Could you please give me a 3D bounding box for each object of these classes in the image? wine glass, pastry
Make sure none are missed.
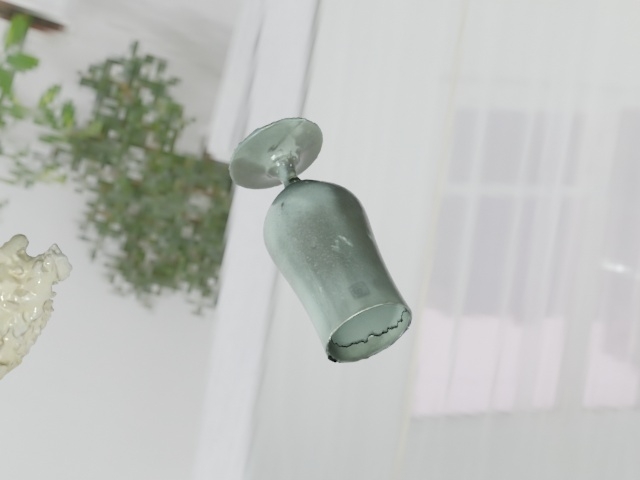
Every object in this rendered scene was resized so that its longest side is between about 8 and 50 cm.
[{"bbox_3d":[0.000,0.000,1.508,0.103,0.231,0.103,-18,147,-12],"label":"wine glass"},{"bbox_3d":[-0.277,0.046,1.091,0.258,0.121,0.089,3,119,52],"label":"pastry"}]
